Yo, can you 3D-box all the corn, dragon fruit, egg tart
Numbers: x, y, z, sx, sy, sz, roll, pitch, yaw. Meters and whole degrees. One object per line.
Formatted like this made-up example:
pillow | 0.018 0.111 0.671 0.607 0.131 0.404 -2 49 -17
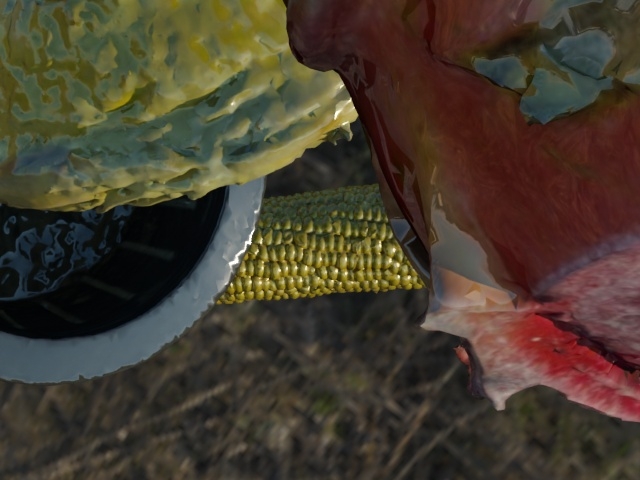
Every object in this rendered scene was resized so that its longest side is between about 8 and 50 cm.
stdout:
corn | 0.000 0.000 1.744 0.293 0.106 0.106 -4 55 -1
dragon fruit | 0.119 -0.109 0.515 0.250 0.269 0.291 33 50 -48
egg tart | -0.077 -0.108 0.886 0.252 0.098 0.232 19 52 40

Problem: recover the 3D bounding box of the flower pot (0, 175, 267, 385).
flower pot | -0.227 -0.062 1.417 0.293 0.330 0.294 -1 94 -22
